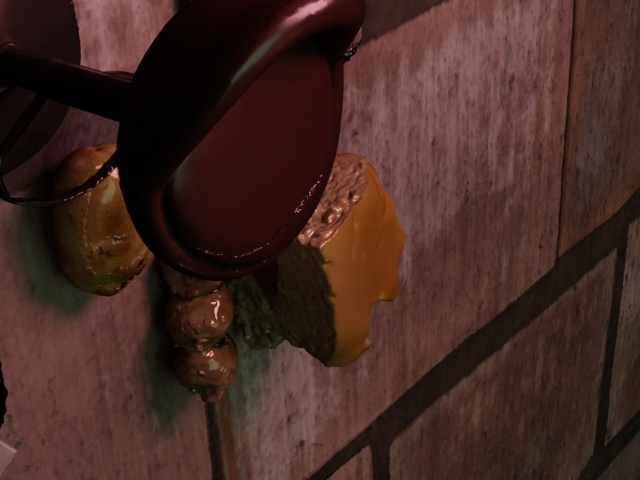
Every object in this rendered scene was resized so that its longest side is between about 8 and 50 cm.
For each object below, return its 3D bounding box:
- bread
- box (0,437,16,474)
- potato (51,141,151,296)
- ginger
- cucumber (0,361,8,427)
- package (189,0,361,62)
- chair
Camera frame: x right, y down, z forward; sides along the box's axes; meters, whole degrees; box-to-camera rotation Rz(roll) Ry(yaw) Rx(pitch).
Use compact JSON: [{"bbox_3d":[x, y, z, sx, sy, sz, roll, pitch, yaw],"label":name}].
[{"bbox_3d":[0.005,0.005,1.275,0.211,0.184,0.224,-48,142,-36],"label":"bread"},{"bbox_3d":[-0.411,0.228,0.883,0.260,0.111,0.194,-56,142,-16],"label":"box"},{"bbox_3d":[-0.213,-0.018,1.048,0.107,0.080,0.170,-43,142,-48],"label":"potato"},{"bbox_3d":[-0.136,0.081,1.206,0.104,0.080,0.204,-77,165,-58],"label":"ginger"},{"bbox_3d":[-0.317,0.034,0.854,0.072,0.072,0.300,-34,107,-40],"label":"cucumber"},{"bbox_3d":[-0.042,-0.272,1.178,0.269,0.071,0.194,-13,115,-36],"label":"package"},{"bbox_3d":[-0.148,-0.108,0.818,0.226,0.401,0.226,-26,125,-45],"label":"chair"}]
